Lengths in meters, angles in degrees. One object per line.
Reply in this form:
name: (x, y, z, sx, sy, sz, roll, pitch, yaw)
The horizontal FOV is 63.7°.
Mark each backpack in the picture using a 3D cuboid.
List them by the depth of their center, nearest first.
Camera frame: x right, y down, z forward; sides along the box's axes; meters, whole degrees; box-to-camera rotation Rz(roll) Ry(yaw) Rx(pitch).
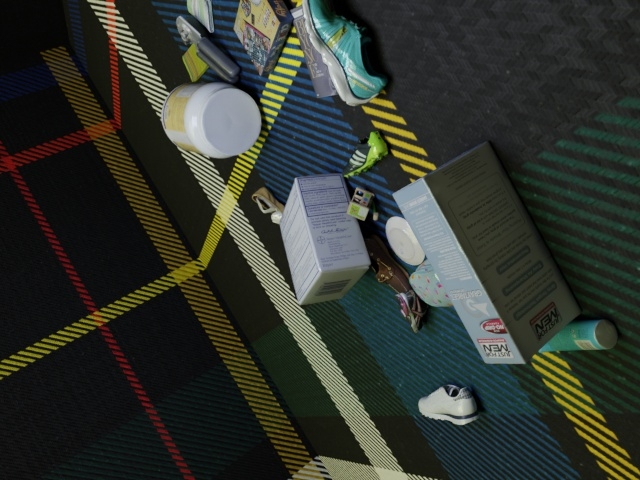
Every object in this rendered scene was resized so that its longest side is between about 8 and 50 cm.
backpack: (0.290, 0.081, 1.169, 0.152, 0.115, 0.182, 60, 157, -5)

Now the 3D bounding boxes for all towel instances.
towel: (-0.392, -0.750, 1.650, 0.152, 0.023, 0.113, 46, 150, 28)
towel: (-0.443, -0.652, 1.846, 0.237, 0.021, 0.102, -4, 114, 62)

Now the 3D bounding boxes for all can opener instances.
can opener: (-0.355, -0.628, 1.670, 0.283, 0.095, 0.076, 43, 151, 6)

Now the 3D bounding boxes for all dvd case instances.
dvd case: (0.005, -0.459, 1.237, 0.164, 0.018, 0.222, 14, 128, 56)

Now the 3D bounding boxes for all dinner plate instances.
dinner plate: (0.215, 0.004, 1.338, 0.141, 0.017, 0.141, 43, 151, 32)

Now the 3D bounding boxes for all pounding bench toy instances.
pounding bench toy: (0.122, -0.094, 1.360, 0.083, 0.065, 0.052, 22, 146, 5)

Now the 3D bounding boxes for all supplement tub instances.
supplement tub: (-0.363, -0.401, 1.708, 0.331, 0.241, 0.241, 22, 135, 52)

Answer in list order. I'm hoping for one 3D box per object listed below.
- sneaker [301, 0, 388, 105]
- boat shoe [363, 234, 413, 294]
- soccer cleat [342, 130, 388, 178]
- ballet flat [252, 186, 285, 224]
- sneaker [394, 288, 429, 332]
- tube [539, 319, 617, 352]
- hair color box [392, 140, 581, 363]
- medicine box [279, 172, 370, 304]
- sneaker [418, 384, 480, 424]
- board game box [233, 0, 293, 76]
sneaker: (0.053, -0.432, 1.109, 0.109, 0.107, 0.275, -24, 103, 31)
boat shoe: (0.177, 0.081, 1.423, 0.207, 0.073, 0.073, 51, 151, 16)
soccer cleat: (0.105, -0.211, 1.278, 0.179, 0.060, 0.073, -31, 80, 58)
ballet flat: (-0.163, -0.103, 1.842, 0.232, 0.073, 0.080, 43, 150, 31)
sneaker: (0.261, 0.186, 1.385, 0.072, 0.077, 0.178, 61, -179, 35)
tube: (0.481, 0.188, 1.015, 0.080, 0.052, 0.207, 64, 160, 3)
hair color box: (0.316, 0.024, 0.979, 0.375, 0.185, 0.113, 61, 154, -1)
medicine box: (0.000, 0.000, 1.470, 0.263, 0.148, 0.290, 120, 139, -61)
sneaker: (0.362, 0.460, 1.482, 0.235, 0.090, 0.095, -23, 83, 60)
board game box: (-0.157, -0.574, 1.367, 0.165, 0.042, 0.243, 61, 158, 3)
